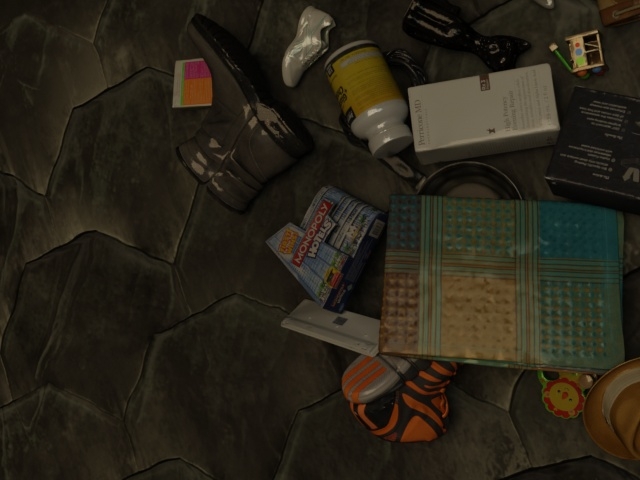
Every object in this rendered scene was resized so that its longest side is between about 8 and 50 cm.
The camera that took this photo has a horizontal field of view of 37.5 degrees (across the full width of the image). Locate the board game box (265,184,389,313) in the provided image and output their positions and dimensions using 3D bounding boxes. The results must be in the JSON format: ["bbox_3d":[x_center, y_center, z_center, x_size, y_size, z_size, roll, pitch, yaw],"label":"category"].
[{"bbox_3d":[0.000,0.000,1.666,0.194,0.060,0.194,29,95,41],"label":"board game box"}]

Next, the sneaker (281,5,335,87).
[{"bbox_3d":[-0.023,-0.346,1.710,0.061,0.054,0.152,26,100,21],"label":"sneaker"}]

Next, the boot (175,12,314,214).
[{"bbox_3d":[-0.192,-0.228,1.732,0.223,0.118,0.338,-38,84,21],"label":"boot"}]

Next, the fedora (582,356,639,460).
[{"bbox_3d":[0.487,0.266,1.398,0.194,0.079,0.194,0,116,-1],"label":"fedora"}]

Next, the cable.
[{"bbox_3d":[0.110,-0.248,1.654,0.151,0.047,0.184,22,103,29],"label":"cable"}]

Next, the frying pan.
[{"bbox_3d":[0.189,-0.052,1.600,0.326,0.053,0.197,19,96,23],"label":"frying pan"}]

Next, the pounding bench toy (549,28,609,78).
[{"bbox_3d":[0.410,-0.289,1.502,0.083,0.052,0.065,-10,85,25],"label":"pounding bench toy"}]

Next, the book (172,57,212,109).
[{"bbox_3d":[-0.213,-0.304,1.812,0.144,0.035,0.096,0,89,24],"label":"book"}]

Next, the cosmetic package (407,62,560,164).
[{"bbox_3d":[0.264,-0.202,1.526,0.231,0.085,0.117,-9,76,13],"label":"cosmetic package"}]

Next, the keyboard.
[{"bbox_3d":[0.028,0.146,1.621,0.256,0.072,0.014,12,135,51],"label":"keyboard"}]

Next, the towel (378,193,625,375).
[{"bbox_3d":[0.284,0.064,1.475,0.370,0.040,0.271,3,76,7],"label":"towel"}]

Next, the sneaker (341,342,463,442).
[{"bbox_3d":[0.193,0.209,1.569,0.321,0.180,0.124,-34,32,-7],"label":"sneaker"}]

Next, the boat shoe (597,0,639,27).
[{"bbox_3d":[0.569,-0.376,1.400,0.324,0.123,0.119,1,95,34],"label":"boat shoe"}]

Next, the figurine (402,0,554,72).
[{"bbox_3d":[0.276,-0.396,1.558,0.209,0.092,0.214,30,101,15],"label":"figurine"}]

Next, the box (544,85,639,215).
[{"bbox_3d":[0.446,-0.136,1.443,0.156,0.093,0.158,17,81,25],"label":"box"}]

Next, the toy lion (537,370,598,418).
[{"bbox_3d":[0.390,0.233,1.519,0.100,0.034,0.096,43,114,20],"label":"toy lion"}]

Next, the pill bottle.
[{"bbox_3d":[0.085,-0.234,1.578,0.103,0.103,0.184,-30,73,22],"label":"pill bottle"}]
